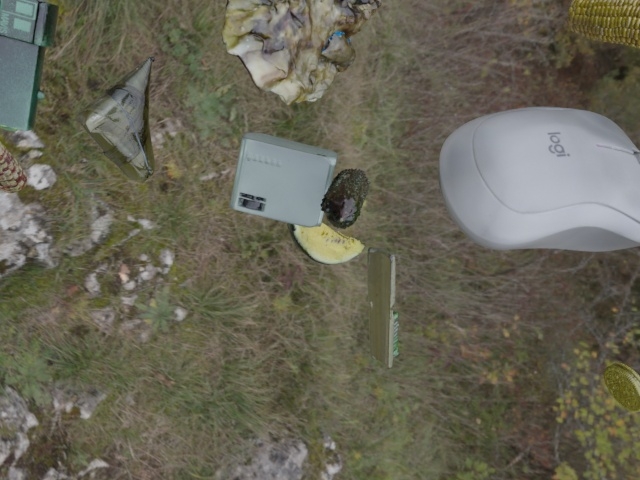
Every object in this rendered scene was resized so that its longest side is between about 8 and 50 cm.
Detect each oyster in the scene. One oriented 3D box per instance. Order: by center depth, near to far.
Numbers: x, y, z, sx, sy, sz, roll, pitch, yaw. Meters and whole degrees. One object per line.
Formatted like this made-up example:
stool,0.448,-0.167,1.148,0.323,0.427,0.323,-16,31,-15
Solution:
oyster,-0.020,-0.260,0.706,0.214,0.083,0.222,21,68,-42

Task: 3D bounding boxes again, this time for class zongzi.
zongzi,-0.436,-0.289,1.465,0.242,0.112,0.221,-50,135,-19

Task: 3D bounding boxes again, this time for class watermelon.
watermelon,0.000,0.000,1.979,0.301,0.123,0.129,27,104,-30

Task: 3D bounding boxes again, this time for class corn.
corn,0.543,-0.354,0.991,0.101,0.292,0.101,-21,125,-33
corn,-0.837,-0.200,1.564,0.086,0.253,0.086,3,71,-8

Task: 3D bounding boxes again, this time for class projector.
projector,-0.097,-0.158,1.584,0.251,0.108,0.198,13,111,1

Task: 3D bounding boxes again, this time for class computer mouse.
computer mouse,0.284,-0.080,0.702,0.297,0.121,0.184,0,59,-12

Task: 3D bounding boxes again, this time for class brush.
brush,0.119,0.124,1.112,0.048,0.054,0.282,-43,141,-37

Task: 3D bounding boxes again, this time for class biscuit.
biscuit,0.506,0.242,0.997,0.023,0.084,0.084,-24,103,-10

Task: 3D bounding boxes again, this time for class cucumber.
cucumber,0.055,-0.097,1.353,0.096,0.359,0.096,2,104,8

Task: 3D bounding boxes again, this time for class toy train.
toy train,-0.623,-0.354,1.172,0.178,0.138,0.330,10,106,-19
